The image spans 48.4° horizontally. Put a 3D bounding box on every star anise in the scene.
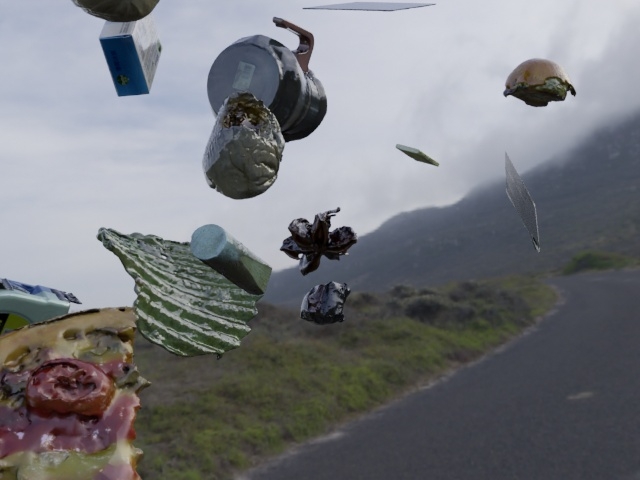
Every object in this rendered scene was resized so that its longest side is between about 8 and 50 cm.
[{"bbox_3d":[0.000,0.000,1.991,0.220,0.190,0.126,-19,30,20],"label":"star anise"}]

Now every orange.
[{"bbox_3d":[0.524,-0.381,1.705,0.170,0.112,0.160,0,-3,15],"label":"orange"}]

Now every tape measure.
[{"bbox_3d":[-0.587,0.231,1.246,0.215,0.351,0.098,20,4,-41],"label":"tape measure"}]

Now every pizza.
[{"bbox_3d":[-0.372,0.281,1.039,0.440,0.406,0.130,-31,-30,-37],"label":"pizza"}]

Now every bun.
[{"bbox_3d":[-0.198,-0.232,1.898,0.205,0.281,0.281,21,-14,-16],"label":"bun"},{"bbox_3d":[-0.355,-0.461,1.240,0.173,0.166,0.113,-46,33,-7],"label":"bun"}]

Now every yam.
[{"bbox_3d":[-0.144,0.036,1.193,0.068,0.068,0.169,-11,-30,26],"label":"yam"}]

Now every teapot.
[{"bbox_3d":[-0.138,-0.477,2.165,0.306,0.376,0.362,20,7,22],"label":"teapot"}]

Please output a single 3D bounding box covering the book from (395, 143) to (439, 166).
[{"bbox_3d":[0.256,-0.223,1.877,0.077,0.014,0.111,23,1,41],"label":"book"}]

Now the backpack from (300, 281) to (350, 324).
[{"bbox_3d":[0.003,0.185,2.044,0.106,0.120,0.165,24,-29,-28],"label":"backpack"}]

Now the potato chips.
[{"bbox_3d":[-0.301,0.093,1.568,0.389,0.373,0.097,7,-51,-52],"label":"potato chips"}]

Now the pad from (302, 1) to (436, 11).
[{"bbox_3d":[0.124,-0.553,1.679,0.220,0.004,0.330,10,23,24],"label":"pad"}]

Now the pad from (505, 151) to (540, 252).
[{"bbox_3d":[0.326,-0.067,1.151,0.004,0.116,0.193,-25,18,25],"label":"pad"}]

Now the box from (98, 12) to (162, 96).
[{"bbox_3d":[-0.396,-0.415,1.501,0.073,0.194,0.139,-5,-47,3],"label":"box"}]
